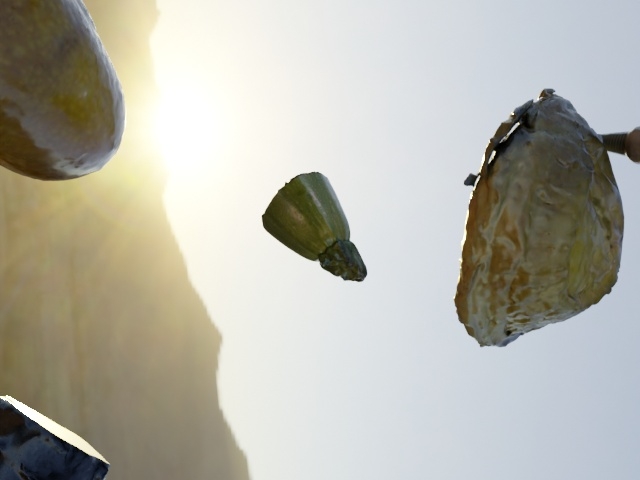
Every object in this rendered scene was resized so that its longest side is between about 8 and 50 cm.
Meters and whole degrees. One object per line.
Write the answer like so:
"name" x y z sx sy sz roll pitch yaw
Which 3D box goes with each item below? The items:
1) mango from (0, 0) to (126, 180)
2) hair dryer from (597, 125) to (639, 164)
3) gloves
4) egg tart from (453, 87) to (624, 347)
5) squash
"mango" -0.200 -0.138 0.420 0.120 0.295 0.177 -59 -174 -2
"hair dryer" 0.323 -0.060 0.850 0.054 0.220 0.195 59 42 -42
"gloves" -0.326 0.267 0.874 0.197 0.301 0.152 45 4 -41
"egg tart" 0.196 -0.011 0.864 0.252 0.098 0.232 31 75 -58
"squash" 0.003 -0.003 1.244 0.132 0.105 0.105 51 -29 32
